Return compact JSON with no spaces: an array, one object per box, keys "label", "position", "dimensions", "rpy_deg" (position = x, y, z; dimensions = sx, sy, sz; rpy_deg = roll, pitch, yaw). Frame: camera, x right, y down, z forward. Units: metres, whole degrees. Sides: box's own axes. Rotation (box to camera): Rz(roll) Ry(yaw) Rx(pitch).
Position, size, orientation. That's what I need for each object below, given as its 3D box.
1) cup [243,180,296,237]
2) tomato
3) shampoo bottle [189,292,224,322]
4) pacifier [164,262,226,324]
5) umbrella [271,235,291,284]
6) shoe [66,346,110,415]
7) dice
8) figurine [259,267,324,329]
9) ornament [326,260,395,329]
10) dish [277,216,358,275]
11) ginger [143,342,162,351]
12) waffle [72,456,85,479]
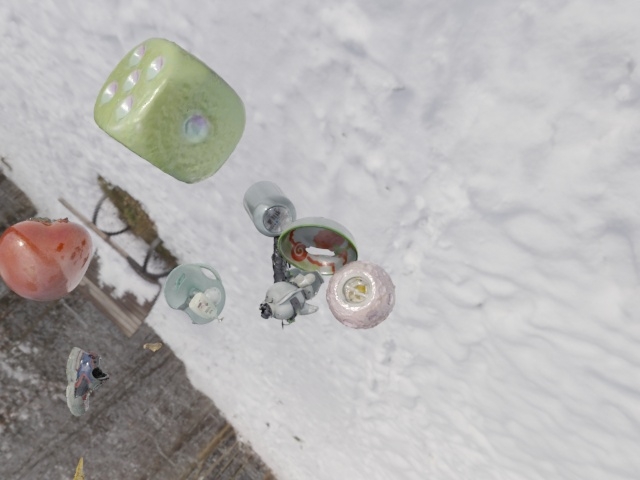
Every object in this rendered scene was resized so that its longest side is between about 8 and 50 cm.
[{"label":"cup","position":[-0.230,-0.138,2.298],"dimensions":[0.205,0.205,0.312],"rpy_deg":[52,180,-26]},{"label":"tomato","position":[-0.990,0.069,1.818],"dimensions":[0.322,0.321,0.321],"rpy_deg":[37,161,15]},{"label":"shampoo bottle","position":[-0.439,0.275,1.964],"dimensions":[0.045,0.077,0.152],"rpy_deg":[2,139,46]},{"label":"pacifier","position":[-0.564,0.249,2.422],"dimensions":[0.269,0.288,0.343],"rpy_deg":[1,148,45]},{"label":"umbrella","position":[-0.163,0.151,2.203],"dimensions":[0.113,0.106,0.357],"rpy_deg":[-84,-5,-72]},{"label":"shoe","position":[-0.732,0.443,1.598],"dimensions":[0.099,0.126,0.227],"rpy_deg":[-136,47,-67]},{"label":"dice","position":[-0.345,-0.298,1.181],"dimensions":[0.250,0.254,0.252],"rpy_deg":[38,-179,40]},{"label":"figurine","position":[-0.073,0.142,1.261],"dimensions":[0.126,0.192,0.147],"rpy_deg":[60,146,4]},{"label":"ornament","position":[0.153,0.202,1.866],"dimensions":[0.259,0.259,0.225],"rpy_deg":[34,175,22]},{"label":"dish","position":[0.000,0.000,2.013],"dimensions":[0.325,0.124,0.324],"rpy_deg":[9,143,7]},{"label":"ginger","position":[-0.745,0.480,2.250],"dimensions":[0.048,0.030,0.097],"rpy_deg":[30,-169,32]},{"label":"waffle","position":[-0.675,0.741,1.444],"dimensions":[0.125,0.032,0.191],"rpy_deg":[54,-158,-36]}]
